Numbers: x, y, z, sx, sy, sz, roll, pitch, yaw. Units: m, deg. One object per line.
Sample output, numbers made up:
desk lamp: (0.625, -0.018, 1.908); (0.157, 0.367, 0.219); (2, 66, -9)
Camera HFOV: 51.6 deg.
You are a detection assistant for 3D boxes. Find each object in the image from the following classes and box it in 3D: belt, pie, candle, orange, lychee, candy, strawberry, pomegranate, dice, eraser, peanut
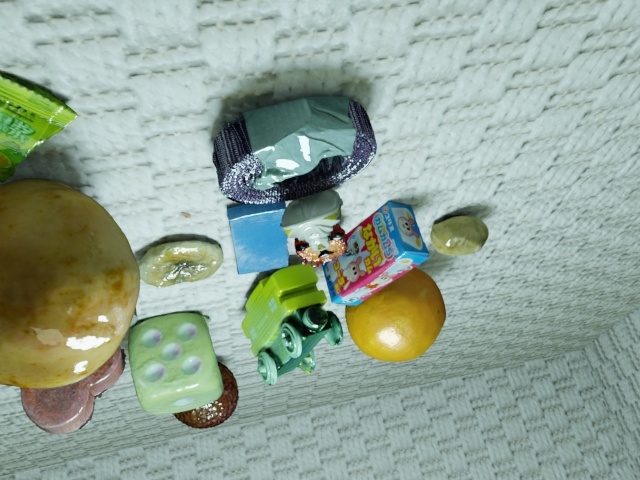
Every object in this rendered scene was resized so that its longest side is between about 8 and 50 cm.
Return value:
belt: (-0.050, -0.173, 1.309); (0.325, 0.122, 0.260); (-14, 158, -2)
pie: (-0.351, 0.050, 1.665); (0.218, 0.052, 0.185); (-10, 148, -15)
candle: (-0.738, 0.370, 1.903); (0.317, 0.287, 0.131); (-51, 166, -28)
orange: (0.225, 0.220, 2.024); (0.312, 0.312, 0.312); (-12, 153, -6)
lychee: (-0.423, 0.543, 2.369); (0.261, 0.260, 0.260); (-12, 153, -6)
candy: (-0.541, -0.169, 1.119); (0.246, 0.069, 0.149); (-32, 147, 29)
candy: (0.137, 0.042, 1.782); (0.100, 0.157, 0.306); (10, 145, -40)
strawberry: (0.000, 0.000, 1.708); (0.145, 0.086, 0.145); (-13, 152, -7)
pomegranate: (-0.529, 0.089, 1.279); (0.412, 0.411, 0.411); (-12, 153, -6)
dice: (-0.442, 0.381, 2.039); (0.255, 0.249, 0.252); (-10, 154, -10)
eraser: (-0.153, -0.005, 1.668); (0.144, 0.042, 0.311); (-11, 153, -7)
peanut: (0.387, -0.014, 1.863); (0.159, 0.109, 0.140); (6, 138, -15)

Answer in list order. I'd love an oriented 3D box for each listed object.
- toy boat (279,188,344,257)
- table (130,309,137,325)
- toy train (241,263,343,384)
toy boat: (-0.013, -0.042, 1.461); (0.141, 0.269, 0.140); (0, 111, 0)
table: (-0.586, 0.211, 1.865); (0.134, 0.043, 0.133); (-12, 153, -6)
toy train: (-0.098, 0.243, 1.924); (0.179, 0.272, 0.442); (-14, 157, -29)
